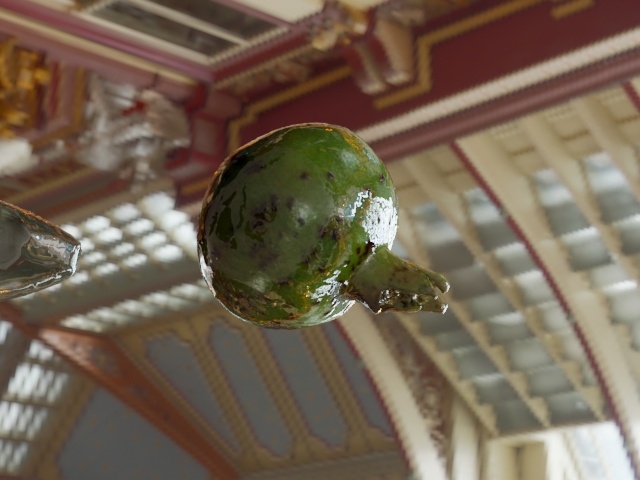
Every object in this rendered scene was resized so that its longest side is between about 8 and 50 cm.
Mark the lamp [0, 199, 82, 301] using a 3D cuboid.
[{"bbox_3d":[-0.303,0.005,1.154,0.101,0.250,0.101,-173,-90,-79],"label":"lamp"}]

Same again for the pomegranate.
[{"bbox_3d":[0.000,0.000,1.489,0.263,0.211,0.211,37,-72,20],"label":"pomegranate"}]
